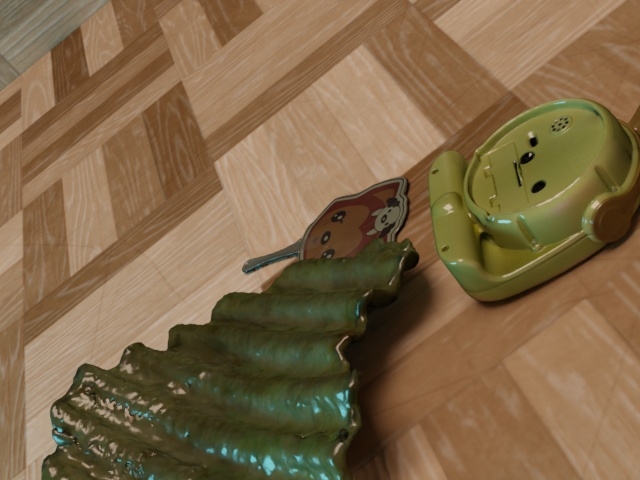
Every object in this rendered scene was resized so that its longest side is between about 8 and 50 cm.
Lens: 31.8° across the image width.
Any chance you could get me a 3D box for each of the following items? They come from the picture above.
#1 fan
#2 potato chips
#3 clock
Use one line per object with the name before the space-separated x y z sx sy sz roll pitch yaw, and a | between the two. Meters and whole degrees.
fan | 0.000 0.000 1.183 0.220 0.009 0.132 -19 36 33
potato chips | -0.088 0.148 1.006 0.389 0.097 0.373 -20 36 32
clock | 0.205 -0.056 0.959 0.232 0.069 0.170 -29 32 20
